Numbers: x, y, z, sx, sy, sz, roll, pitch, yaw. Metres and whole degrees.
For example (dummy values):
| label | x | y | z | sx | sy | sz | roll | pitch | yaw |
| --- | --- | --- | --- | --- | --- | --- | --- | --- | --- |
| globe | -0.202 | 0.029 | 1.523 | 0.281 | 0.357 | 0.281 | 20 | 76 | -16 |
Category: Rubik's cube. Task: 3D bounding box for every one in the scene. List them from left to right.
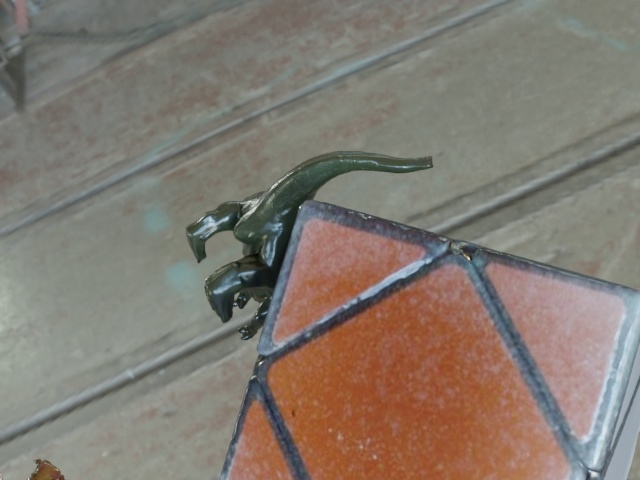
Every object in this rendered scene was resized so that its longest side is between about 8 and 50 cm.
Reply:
| label | x | y | z | sx | sy | sz | roll | pitch | yaw |
| --- | --- | --- | --- | --- | --- | --- | --- | --- | --- |
| Rubik's cube | 0.084 | 0.109 | 0.622 | 0.205 | 0.205 | 0.207 | 15 | 87 | 23 |

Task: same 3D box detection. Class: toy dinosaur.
| label | x | y | z | sx | sy | sz | roll | pitch | yaw |
| --- | --- | --- | --- | --- | --- | --- | --- | --- | --- |
| toy dinosaur | 0.000 | 0.000 | 0.738 | 0.179 | 0.187 | 0.087 | -26 | 54 | 0 |

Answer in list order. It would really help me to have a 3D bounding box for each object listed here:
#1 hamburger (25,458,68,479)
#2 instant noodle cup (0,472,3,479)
| label | x | y | z | sx | sy | sz | roll | pitch | yaw |
| --- | --- | --- | --- | --- | --- | --- | --- | --- | --- |
| hamburger | -0.321 | 0.429 | 1.144 | 0.282 | 0.245 | 0.155 | -49 | -1 | -2 |
| instant noodle cup | -0.272 | 0.227 | 0.537 | 0.244 | 0.255 | 0.244 | 16 | 24 | -7 |
